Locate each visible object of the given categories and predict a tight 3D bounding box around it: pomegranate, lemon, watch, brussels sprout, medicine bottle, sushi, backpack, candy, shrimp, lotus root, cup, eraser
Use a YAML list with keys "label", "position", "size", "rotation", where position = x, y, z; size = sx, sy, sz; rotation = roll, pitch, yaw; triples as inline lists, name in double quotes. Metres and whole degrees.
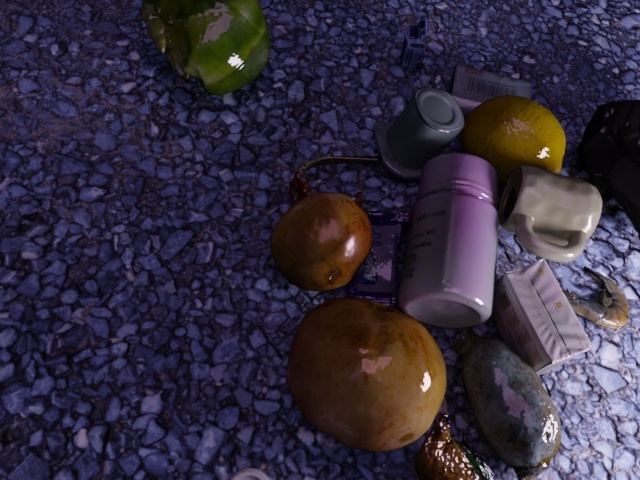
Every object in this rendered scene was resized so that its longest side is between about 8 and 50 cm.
- label: "pomegranate"
  position: [0.000, 0.000, 1.413]
  size: [0.248, 0.248, 0.248]
  rotation: [2, 65, -5]
- label: "lemon"
  position: [0.509, -0.269, 1.593]
  size: [0.263, 0.236, 0.236]
  rotation: [25, 64, -13]
- label: "watch"
  position: [0.051, -0.142, 1.568]
  size: [0.268, 0.102, 0.165]
  rotation: [-8, 73, -19]
- label: "brussels sprout"
  position: [-0.307, -0.574, 1.635]
  size: [0.371, 0.276, 0.315]
  rotation: [39, 80, 20]
- label: "medicine bottle"
  position: [-0.143, 0.511, 1.186]
  size: [0.105, 0.168, 0.105]
  rotation: [3, 64, -5]
- label: "medicine bottle"
  position: [0.318, -0.002, 1.448]
  size: [0.219, 0.219, 0.388]
  rotation: [12, 65, 0]
- label: "sushi"
  position: [0.277, 0.478, 1.252]
  size: [0.140, 0.149, 0.287]
  rotation: [-31, 98, -12]
- label: "backpack"
  position: [0.893, -0.159, 1.572]
  size: [0.363, 0.255, 0.446]
  rotation: [0, 51, -7]
- label: "candy"
  position: [0.146, 0.044, 1.494]
  size: [0.145, 0.070, 0.275]
  rotation: [6, 69, 4]
- label: "shrimp"
  position: [0.687, 0.138, 1.521]
  size: [0.217, 0.051, 0.150]
  rotation: [23, 61, -3]
- label: "lotus root"
  position: [0.411, 0.346, 1.325]
  size: [0.175, 0.175, 0.350]
  rotation: [-20, 68, -14]
- label: "pomegranate"
  position: [0.087, 0.288, 1.253]
  size: [0.338, 0.338, 0.338]
  rotation: [2, 65, -5]
- label: "cup"
  position: [0.558, -0.068, 1.431]
  size: [0.202, 0.173, 0.255]
  rotation: [17, 20, 2]
- label: "eraser"
  position: [0.486, -0.415, 1.740]
  size: [0.226, 0.081, 0.174]
  rotation: [14, 68, 0]

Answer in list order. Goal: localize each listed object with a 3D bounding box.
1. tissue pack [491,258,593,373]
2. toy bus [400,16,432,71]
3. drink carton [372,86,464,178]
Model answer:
- label: "tissue pack"
  position: [0.498, 0.189, 1.398]
  size: [0.124, 0.185, 0.225]
  rotation: [-18, 67, -10]
- label: "toy bus"
  position: [0.279, -0.572, 1.744]
  size: [0.076, 0.167, 0.073]
  rotation: [3, 64, -1]
- label: "drink carton"
  position: [0.276, -0.287, 1.583]
  size: [0.185, 0.189, 0.191]
  rotation: [1, 63, -27]
